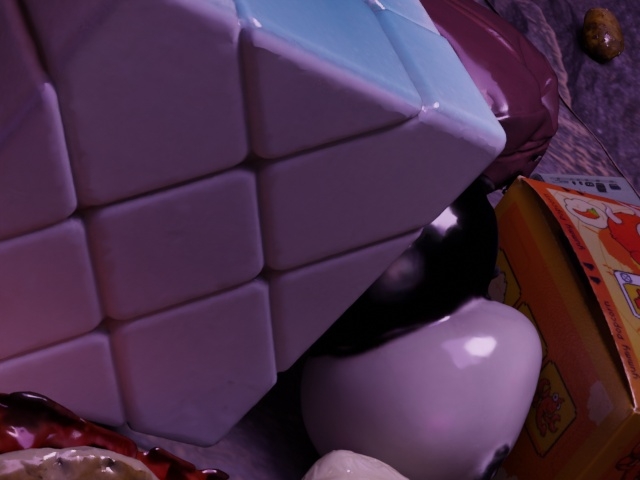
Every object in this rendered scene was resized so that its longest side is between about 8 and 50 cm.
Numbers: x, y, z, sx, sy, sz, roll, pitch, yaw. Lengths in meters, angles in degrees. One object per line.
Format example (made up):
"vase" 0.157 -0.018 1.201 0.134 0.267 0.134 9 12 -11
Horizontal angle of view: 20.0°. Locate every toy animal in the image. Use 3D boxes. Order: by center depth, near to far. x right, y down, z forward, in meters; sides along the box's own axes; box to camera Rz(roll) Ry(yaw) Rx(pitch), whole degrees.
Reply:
"toy animal" 0.061 0.074 1.341 0.165 0.187 0.235 -19 92 -50

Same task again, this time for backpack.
"backpack" 0.055 -0.141 1.616 0.317 0.197 0.283 26 29 12

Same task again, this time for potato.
"potato" 0.329 -0.240 2.121 0.051 0.040 0.083 33 32 -22

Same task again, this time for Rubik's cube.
"Rubik's cube" -0.136 -0.102 1.159 0.322 0.319 0.316 21 32 -42

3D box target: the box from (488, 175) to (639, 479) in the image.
"box" 0.262 0.121 1.451 0.283 0.214 0.259 11 37 -29

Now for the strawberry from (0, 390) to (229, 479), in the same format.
"strawberry" -0.204 0.164 1.045 0.280 0.253 0.150 31 67 -49

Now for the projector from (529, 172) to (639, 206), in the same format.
"projector" 0.203 0.012 1.596 0.115 0.147 0.061 2 44 -37

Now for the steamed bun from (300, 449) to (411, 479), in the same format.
"steamed bun" 0.030 0.212 1.248 0.130 0.091 0.112 34 38 -4

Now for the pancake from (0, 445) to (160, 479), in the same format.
"pancake" -0.155 0.225 0.941 0.282 0.282 0.049 6 24 -34
